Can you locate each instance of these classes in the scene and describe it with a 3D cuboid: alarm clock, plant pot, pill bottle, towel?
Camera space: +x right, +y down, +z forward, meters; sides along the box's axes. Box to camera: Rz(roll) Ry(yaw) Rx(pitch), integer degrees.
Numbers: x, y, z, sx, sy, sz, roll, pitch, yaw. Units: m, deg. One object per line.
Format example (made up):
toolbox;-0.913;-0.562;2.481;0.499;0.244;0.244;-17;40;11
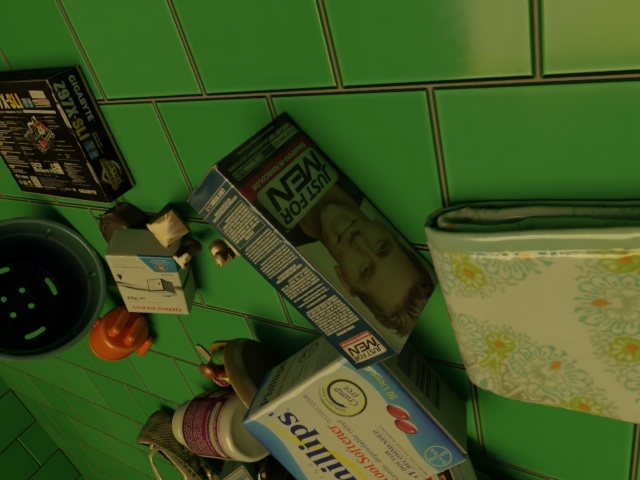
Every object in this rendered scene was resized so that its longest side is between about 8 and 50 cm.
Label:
alarm clock;-0.405;0.001;1.193;0.192;0.064;0.129;46;139;-11
plant pot;-0.768;0.141;1.414;0.341;0.341;0.334;52;147;-13
pill bottle;-0.255;0.472;1.413;0.302;0.169;0.169;-17;114;44
towel;0.337;0.100;0.693;0.375;0.090;0.320;3;126;36
plant pot;-0.104;0.290;1.130;0.032;0.236;0.236;-42;97;10

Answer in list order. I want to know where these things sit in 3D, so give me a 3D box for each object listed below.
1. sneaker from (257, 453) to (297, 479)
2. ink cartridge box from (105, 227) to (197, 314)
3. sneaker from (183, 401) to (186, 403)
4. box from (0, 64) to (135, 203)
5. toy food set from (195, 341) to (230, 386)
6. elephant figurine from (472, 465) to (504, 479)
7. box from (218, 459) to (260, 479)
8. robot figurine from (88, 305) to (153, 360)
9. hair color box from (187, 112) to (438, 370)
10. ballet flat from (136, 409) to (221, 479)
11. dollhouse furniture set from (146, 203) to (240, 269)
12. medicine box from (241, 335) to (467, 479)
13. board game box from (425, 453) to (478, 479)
sneaker;-0.058;0.684;1.514;0.124;0.107;0.283;-6;131;35
ink cartridge box;-0.346;0.067;1.144;0.140;0.082;0.190;2;136;1
sneaker;-0.406;0.560;1.690;0.052;0.058;0.135;6;129;34
box;-0.552;-0.210;1.103;0.322;0.079;0.257;8;128;32
toy food set;-0.231;0.315;1.329;0.218;0.071;0.128;-14;116;44
elephant figurine;0.353;0.591;1.053;0.170;0.186;0.239;7;124;4
box;-0.166;0.755;1.563;0.290;0.087;0.169;54;174;0
robot figurine;-0.540;0.253;1.467;0.219;0.158;0.128;-33;68;48
hair color box;0.000;0.000;0.794;0.347;0.174;0.105;46;138;-6
ballet flat;-0.429;0.777;1.806;0.164;0.182;0.482;-23;110;45
dollhouse furniture set;-0.208;-0.031;1.038;0.151;0.123;0.144;-32;106;12
medicine box;0.062;0.303;0.964;0.289;0.149;0.263;-39;99;24
board game box;0.236;0.531;1.091;0.053;0.192;0.305;-3;138;-16
